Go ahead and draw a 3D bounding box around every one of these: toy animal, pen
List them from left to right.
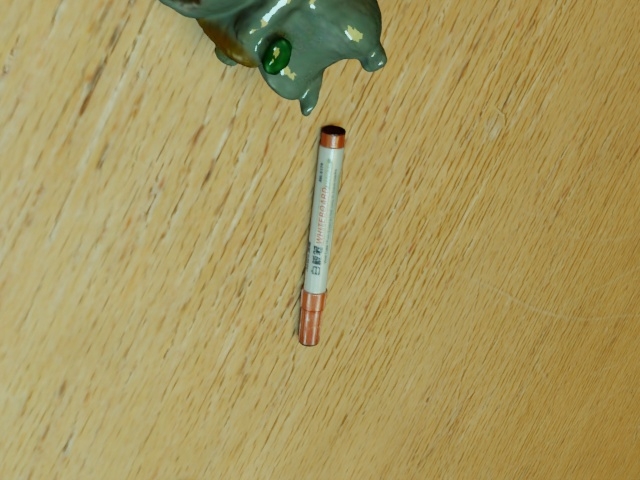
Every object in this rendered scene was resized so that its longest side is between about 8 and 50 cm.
[{"bbox_3d":[-0.066,-0.210,0.679,0.251,0.127,0.125,34,98,-33],"label":"toy animal"},{"bbox_3d":[0.000,0.000,0.900,0.028,0.028,0.239,-12,119,-39],"label":"pen"}]
